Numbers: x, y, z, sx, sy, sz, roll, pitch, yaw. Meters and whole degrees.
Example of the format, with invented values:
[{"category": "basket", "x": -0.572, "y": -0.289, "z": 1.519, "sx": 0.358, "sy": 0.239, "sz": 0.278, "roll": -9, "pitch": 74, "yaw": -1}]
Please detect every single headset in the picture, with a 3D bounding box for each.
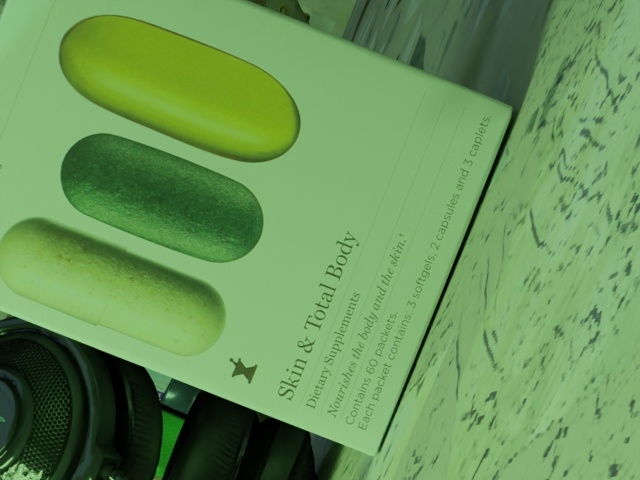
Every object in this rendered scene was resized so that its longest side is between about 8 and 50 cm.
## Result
[{"category": "headset", "x": -0.118, "y": 0.159, "z": 1.139, "sx": 0.394, "sy": 0.243, "sz": 0.185, "roll": 16, "pitch": 85, "yaw": 66}]

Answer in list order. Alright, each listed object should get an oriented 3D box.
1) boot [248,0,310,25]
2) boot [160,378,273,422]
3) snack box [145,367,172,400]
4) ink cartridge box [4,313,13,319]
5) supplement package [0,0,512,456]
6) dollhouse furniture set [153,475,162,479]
[{"category": "boot", "x": 0.008, "y": -0.107, "z": 1.260, "sx": 0.077, "sy": 0.165, "sz": 0.213, "roll": 107, "pitch": 177, "yaw": -66}, {"category": "boot", "x": -0.037, "y": 0.055, "z": 1.412, "sx": 0.082, "sy": 0.106, "sz": 0.219, "roll": 160, "pitch": 131, "yaw": -85}, {"category": "snack box", "x": -0.092, "y": 0.128, "z": 1.509, "sx": 0.100, "sy": 0.141, "sz": 0.037, "roll": 155, "pitch": 137, "yaw": -84}, {"category": "ink cartridge box", "x": -0.227, "y": 0.171, "z": 2.115, "sx": 0.201, "sy": 0.278, "sz": 0.117, "roll": -80, "pitch": 13, "yaw": -74}, {"category": "supplement package", "x": -0.061, "y": -0.030, "z": 1.070, "sx": 0.198, "sy": 0.262, "sz": 0.199, "roll": -133, "pitch": 65, "yaw": -86}, {"category": "dollhouse furniture set", "x": -0.128, "y": 0.133, "z": 1.758, "sx": 0.303, "sy": 0.173, "sz": 0.356, "roll": 118, "pitch": 173, "yaw": -53}]
